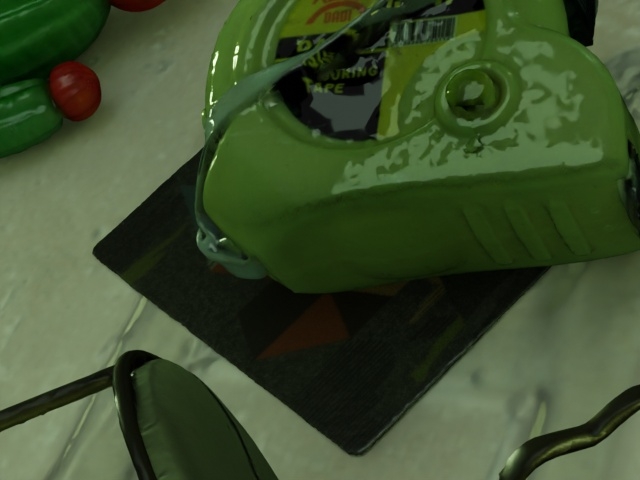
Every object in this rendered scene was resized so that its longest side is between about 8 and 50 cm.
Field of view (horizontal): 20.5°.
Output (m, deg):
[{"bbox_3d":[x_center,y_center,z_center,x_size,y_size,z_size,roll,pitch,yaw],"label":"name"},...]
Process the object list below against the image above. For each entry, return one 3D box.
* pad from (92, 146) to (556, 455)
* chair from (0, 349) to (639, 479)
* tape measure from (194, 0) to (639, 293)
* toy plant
[{"bbox_3d":[0.000,0.000,0.798,0.143,0.003,0.211,-44,45,-14],"label":"pad"},{"bbox_3d":[-0.027,0.111,0.604,0.325,0.160,0.170,-29,43,7],"label":"chair"},{"bbox_3d":[0.038,-0.057,0.754,0.200,0.106,0.175,-12,60,21],"label":"tape measure"},{"bbox_3d":[-0.178,-0.112,0.944,0.240,0.088,0.155,6,65,19],"label":"toy plant"}]
